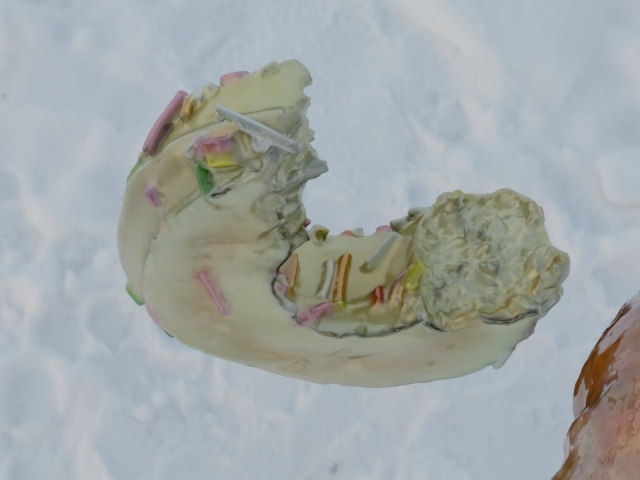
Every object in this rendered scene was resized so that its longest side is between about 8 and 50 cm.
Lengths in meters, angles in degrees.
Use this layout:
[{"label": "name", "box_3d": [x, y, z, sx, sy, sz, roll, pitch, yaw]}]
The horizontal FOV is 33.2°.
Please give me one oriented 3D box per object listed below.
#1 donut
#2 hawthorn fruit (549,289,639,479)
[{"label": "donut", "box_3d": [0.002, 0.006, 0.914, 0.371, 0.307, 0.150, 25, 50, -28]}, {"label": "hawthorn fruit", "box_3d": [0.200, 0.120, 0.417, 0.235, 0.231, 0.263, -52, 27, -21]}]
